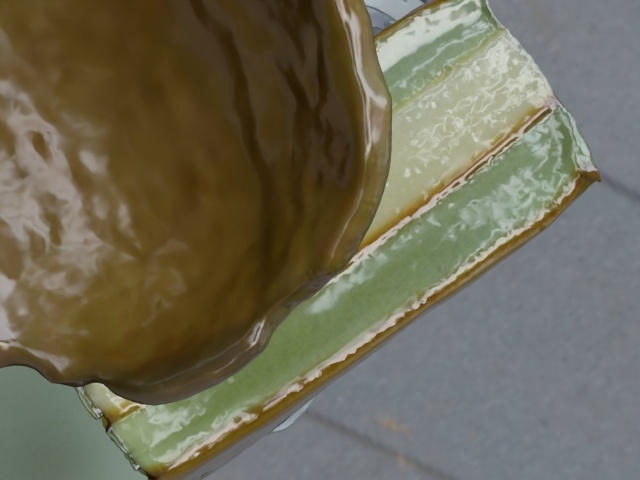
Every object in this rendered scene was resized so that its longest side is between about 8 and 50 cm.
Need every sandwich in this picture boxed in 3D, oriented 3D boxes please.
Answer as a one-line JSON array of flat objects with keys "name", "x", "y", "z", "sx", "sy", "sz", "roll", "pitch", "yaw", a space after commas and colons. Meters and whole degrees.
[{"name": "sandwich", "x": 0.000, "y": 0.000, "z": 0.566, "sx": 0.079, "sy": 0.163, "sz": 0.113, "roll": 54, "pitch": 3, "yaw": 4}]

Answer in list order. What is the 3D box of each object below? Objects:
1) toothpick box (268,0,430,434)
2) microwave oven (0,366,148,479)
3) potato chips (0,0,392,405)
[{"name": "toothpick box", "x": -0.043, "y": -0.018, "z": 0.882, "sx": 0.229, "sy": 0.316, "sz": 0.229, "roll": 8, "pitch": 67, "yaw": -20}, {"name": "microwave oven", "x": -0.279, "y": 0.114, "z": 0.695, "sx": 0.247, "sy": 0.394, "sz": 0.333, "roll": -32, "pitch": 101, "yaw": -62}, {"name": "potato chips", "x": -0.064, "y": -0.060, "z": 0.420, "sx": 0.201, "sy": 0.150, "sz": 0.049, "roll": 56, "pitch": 28, "yaw": 5}]
